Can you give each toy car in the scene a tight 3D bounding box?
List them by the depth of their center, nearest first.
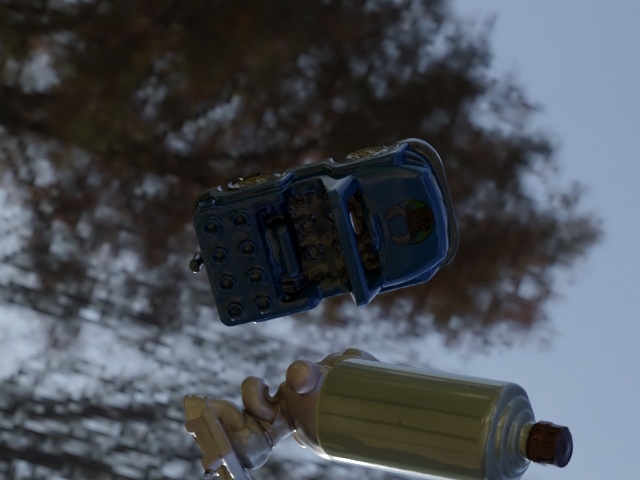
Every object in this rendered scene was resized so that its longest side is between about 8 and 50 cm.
[{"bbox_3d":[0.000,0.000,1.352,0.100,0.191,0.097,-92,168,-75],"label":"toy car"}]

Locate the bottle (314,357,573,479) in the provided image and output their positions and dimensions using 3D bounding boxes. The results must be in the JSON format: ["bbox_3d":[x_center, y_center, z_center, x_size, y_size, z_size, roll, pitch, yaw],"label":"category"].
[{"bbox_3d":[0.121,0.176,1.829,0.245,0.104,0.104,6,-105,33],"label":"bottle"}]

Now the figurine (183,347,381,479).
[{"bbox_3d":[-0.017,0.195,2.157,0.144,0.256,0.182,-116,-175,-53],"label":"figurine"}]
